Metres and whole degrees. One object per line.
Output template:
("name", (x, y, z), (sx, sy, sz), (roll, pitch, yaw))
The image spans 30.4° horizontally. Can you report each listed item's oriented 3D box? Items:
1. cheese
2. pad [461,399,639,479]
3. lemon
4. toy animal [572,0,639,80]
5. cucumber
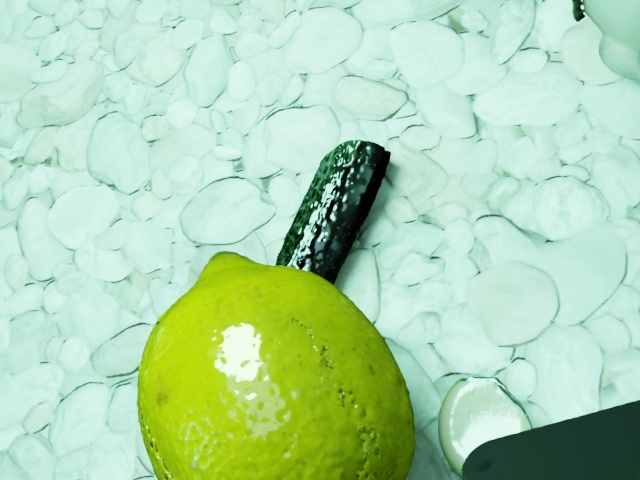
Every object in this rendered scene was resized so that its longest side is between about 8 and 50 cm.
("cheese", (0.169, 0.211, 1.137), (0.092, 0.047, 0.171), (-22, 65, 12))
("pad", (0.319, 0.307, 1.014), (0.315, 0.063, 0.375), (-14, 47, -4))
("lemon", (-0.044, 0.155, 1.115), (0.258, 0.258, 0.310), (-28, 79, 8))
("toy animal", (0.412, -0.245, 1.156), (0.310, 0.183, 0.247), (21, 83, 20))
("cucumber", (0.000, 0.000, 1.263), (0.075, 0.074, 0.241), (20, 79, 25))
